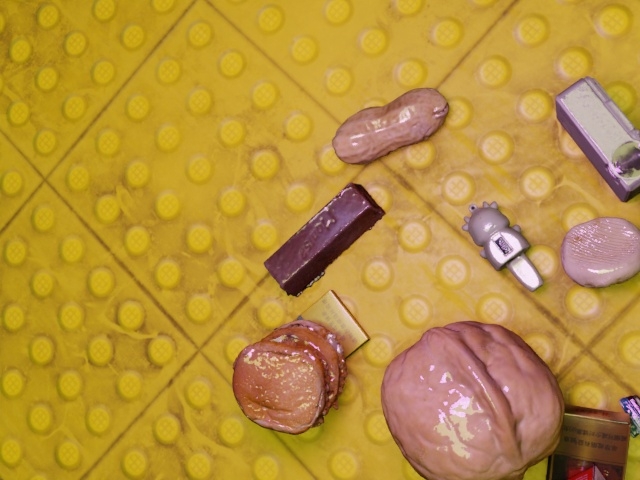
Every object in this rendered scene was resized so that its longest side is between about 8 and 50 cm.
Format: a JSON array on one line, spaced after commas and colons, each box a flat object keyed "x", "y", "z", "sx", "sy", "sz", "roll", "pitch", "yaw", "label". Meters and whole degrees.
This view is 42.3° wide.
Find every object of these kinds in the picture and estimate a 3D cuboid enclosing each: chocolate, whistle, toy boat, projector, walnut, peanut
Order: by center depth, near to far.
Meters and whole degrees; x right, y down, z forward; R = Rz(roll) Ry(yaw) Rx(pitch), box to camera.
[{"x": 0.312, "y": 0.342, "z": 1.732, "sx": 0.381, "sy": 0.381, "sz": 0.381, "roll": -2, "pitch": 84, "yaw": 17, "label": "walnut"}, {"x": 0.687, "y": 0.396, "z": 1.766, "sx": 0.137, "sy": 0.060, "sz": 0.061, "roll": 54, "pitch": 127, "yaw": 17, "label": "toy boat"}, {"x": 0.618, "y": -0.217, "z": 1.773, "sx": 0.099, "sy": 0.192, "sz": 0.256, "roll": -36, "pitch": 75, "yaw": 12, "label": "projector"}, {"x": 0.414, "y": 0.012, "z": 1.867, "sx": 0.110, "sy": 0.092, "sz": 0.244, "roll": -40, "pitch": 74, "yaw": 8, "label": "whistle"}, {"x": 0.166, "y": -0.270, "z": 1.958, "sx": 0.290, "sy": 0.130, "sz": 0.130, "roll": -20, "pitch": 79, "yaw": 12, "label": "peanut"}, {"x": 0.000, "y": 0.000, "z": 1.987, "sx": 0.321, "sy": 0.112, "sz": 0.112, "roll": -42, "pitch": 72, "yaw": 9, "label": "chocolate"}]

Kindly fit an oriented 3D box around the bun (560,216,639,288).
[{"x": 0.616, "y": 0.035, "z": 1.796, "sx": 0.183, "sy": 0.102, "sz": 0.183, "roll": -13, "pitch": 46, "yaw": 14, "label": "bun"}]

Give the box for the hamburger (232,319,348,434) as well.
[{"x": -0.057, "y": 0.307, "z": 1.883, "sx": 0.260, "sy": 0.211, "sz": 0.245, "roll": -44, "pitch": 83, "yaw": 14, "label": "hamburger"}]

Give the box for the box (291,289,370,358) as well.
[{"x": -0.030, "y": 0.264, "z": 2.010, "sx": 0.279, "sy": 0.041, "sz": 0.153, "roll": -40, "pitch": 76, "yaw": 10, "label": "box"}]

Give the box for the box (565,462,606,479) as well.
[{"x": 0.557, "y": 0.576, "z": 1.692, "sx": 0.133, "sy": 0.099, "sz": 0.182, "roll": -35, "pitch": 88, "yaw": 20, "label": "box"}]

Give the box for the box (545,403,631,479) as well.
[{"x": 0.567, "y": 0.478, "z": 1.762, "sx": 0.159, "sy": 0.071, "sz": 0.240, "roll": 7, "pitch": 101, "yaw": 15, "label": "box"}]
